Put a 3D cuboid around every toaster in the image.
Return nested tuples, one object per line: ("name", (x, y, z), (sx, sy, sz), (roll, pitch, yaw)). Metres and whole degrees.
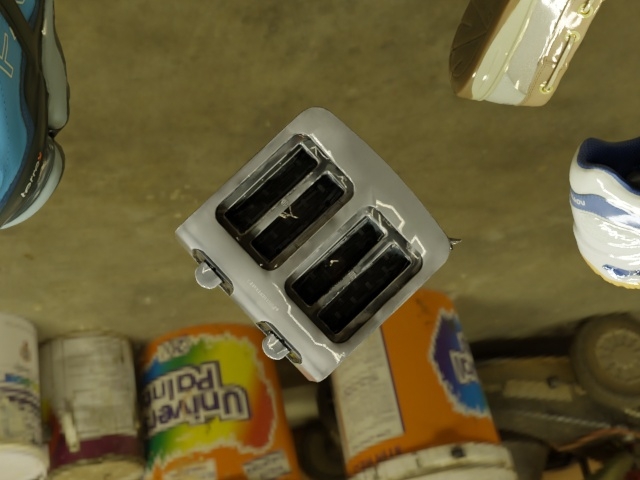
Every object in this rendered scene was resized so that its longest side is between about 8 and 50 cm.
("toaster", (0.000, 0.000, 0.786), (0.185, 0.168, 0.110), (-43, -178, -4))

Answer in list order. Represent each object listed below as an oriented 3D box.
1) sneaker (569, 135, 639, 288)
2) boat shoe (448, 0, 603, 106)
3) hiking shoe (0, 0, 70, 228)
("sneaker", (0.334, -0.059, 0.739), (0.296, 0.112, 0.131), (-21, 131, 10))
("boat shoe", (0.094, -0.107, 0.361), (0.045, 0.050, 0.135), (14, 131, -17))
("hiking shoe", (-0.148, -0.128, 0.361), (0.113, 0.132, 0.304), (-2, 113, 1))
